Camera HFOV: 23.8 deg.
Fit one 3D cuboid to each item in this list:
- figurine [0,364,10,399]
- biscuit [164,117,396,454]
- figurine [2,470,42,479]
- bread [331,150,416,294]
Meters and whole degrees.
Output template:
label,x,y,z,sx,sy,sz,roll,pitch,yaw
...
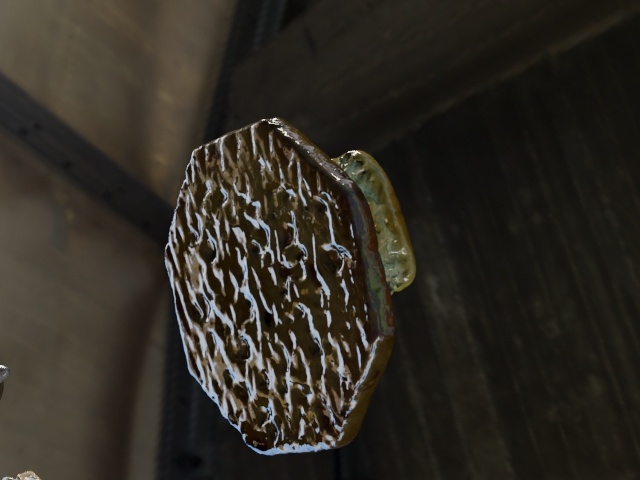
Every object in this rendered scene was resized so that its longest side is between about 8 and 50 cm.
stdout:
label,x,y,z,sx,sy,sz,roll,pitch,yaw
figurine,-0.432,0.108,1.592,0.177,0.173,0.247,-15,-113,-25
biscuit,-0.048,0.051,1.547,0.359,0.046,0.359,12,-75,50
figurine,-0.370,0.354,1.682,0.180,0.262,0.154,-5,-75,19
bread,0.000,0.000,1.677,0.245,0.121,0.174,-21,-95,62
